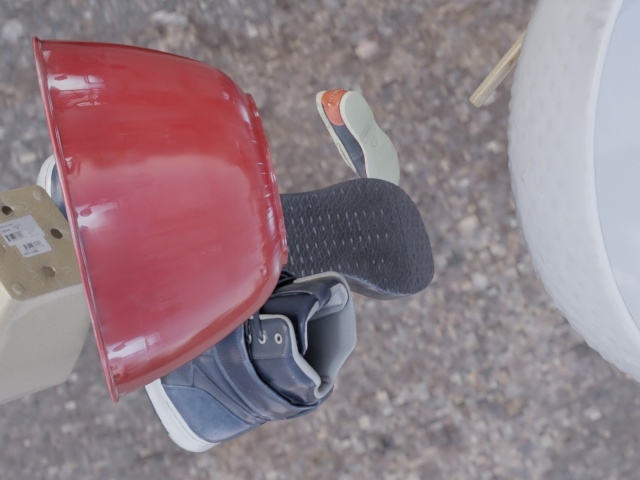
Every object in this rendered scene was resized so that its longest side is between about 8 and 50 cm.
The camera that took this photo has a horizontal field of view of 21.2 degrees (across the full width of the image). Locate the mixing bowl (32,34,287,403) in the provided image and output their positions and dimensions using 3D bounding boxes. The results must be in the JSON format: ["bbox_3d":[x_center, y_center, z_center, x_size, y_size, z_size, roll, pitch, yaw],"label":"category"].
[{"bbox_3d":[-0.073,-0.019,0.830,0.098,0.181,0.181,-12,139,-7],"label":"mixing bowl"}]

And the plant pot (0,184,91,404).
[{"bbox_3d":[-0.195,0.029,1.027,0.109,0.109,0.096,-18,157,-50],"label":"plant pot"}]

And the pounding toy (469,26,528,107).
[{"bbox_3d":[0.187,-0.164,1.229,0.100,0.130,0.141,22,151,2],"label":"pounding toy"}]

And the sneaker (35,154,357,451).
[{"bbox_3d":[-0.073,0.022,1.098,0.163,0.086,0.226,-20,107,43],"label":"sneaker"}]

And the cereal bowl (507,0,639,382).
[{"bbox_3d":[0.239,-0.072,1.034,0.339,0.141,0.339,-8,104,-33],"label":"cereal bowl"}]

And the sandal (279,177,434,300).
[{"bbox_3d":[0.000,-0.001,1.340,0.054,0.097,0.254,-14,168,40],"label":"sandal"}]

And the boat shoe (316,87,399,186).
[{"bbox_3d":[0.038,-0.096,1.713,0.043,0.049,0.137,7,139,39],"label":"boat shoe"}]
